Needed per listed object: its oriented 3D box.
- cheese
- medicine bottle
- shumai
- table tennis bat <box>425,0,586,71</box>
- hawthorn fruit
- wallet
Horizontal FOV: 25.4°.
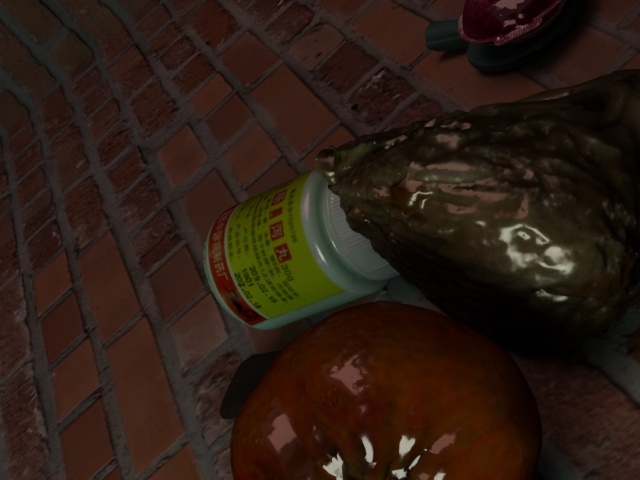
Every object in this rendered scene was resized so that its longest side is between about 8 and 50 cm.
[{"bbox_3d":[0.223,-0.291,1.612,0.155,0.062,0.244,-24,32,22],"label":"cheese"},{"bbox_3d":[0.000,0.000,1.444,0.225,0.139,0.139,-22,31,39],"label":"medicine bottle"},{"bbox_3d":[0.180,-0.072,1.187,0.283,0.217,0.346,-46,24,-7],"label":"shumai"},{"bbox_3d":[0.210,-0.248,1.664,0.237,0.038,0.149,0,50,52],"label":"table tennis bat"},{"bbox_3d":[0.048,0.141,1.057,0.224,0.224,0.261,-38,10,11],"label":"hawthorn fruit"},{"bbox_3d":[-0.037,0.137,1.422,0.157,0.018,0.082,-18,35,44],"label":"wallet"}]
